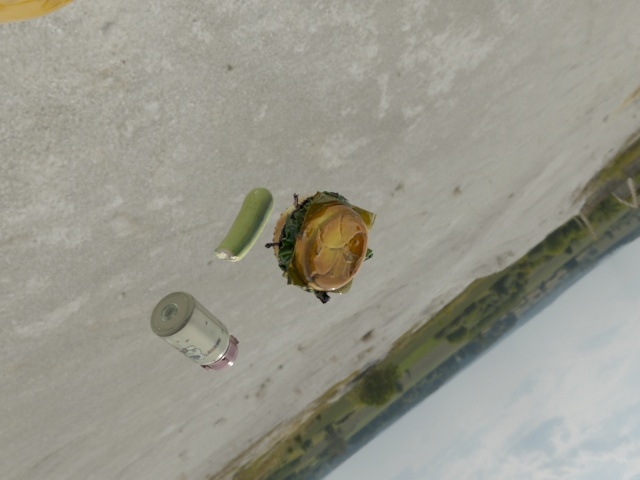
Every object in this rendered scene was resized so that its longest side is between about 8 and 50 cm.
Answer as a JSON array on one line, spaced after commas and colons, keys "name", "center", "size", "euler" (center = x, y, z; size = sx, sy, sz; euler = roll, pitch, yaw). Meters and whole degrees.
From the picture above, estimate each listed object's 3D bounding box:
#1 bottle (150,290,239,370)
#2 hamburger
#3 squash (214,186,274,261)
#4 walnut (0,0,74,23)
[{"name": "bottle", "center": [-0.267, 0.213, 1.127], "size": [0.109, 0.110, 0.233], "euler": [-36, 137, -4]}, {"name": "hamburger", "center": [0.002, 0.003, 0.778], "size": [0.189, 0.093, 0.164], "euler": [32, 84, -42]}, {"name": "squash", "center": [-0.186, -0.041, 1.285], "size": [0.083, 0.083, 0.250], "euler": [116, -2, -51]}, {"name": "walnut", "center": [-0.306, -0.300, 0.275], "size": [0.397, 0.353, 0.308], "euler": [8, 88, -63]}]
